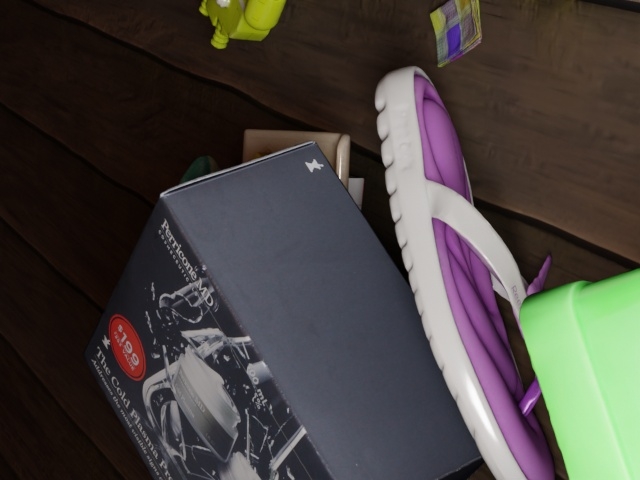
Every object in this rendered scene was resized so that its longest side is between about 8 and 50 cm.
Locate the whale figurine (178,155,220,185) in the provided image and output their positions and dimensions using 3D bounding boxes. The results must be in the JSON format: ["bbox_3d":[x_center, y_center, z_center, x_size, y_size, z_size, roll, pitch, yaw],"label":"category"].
[{"bbox_3d":[-0.151,0.029,2.037,0.216,0.141,0.272,123,141,-49],"label":"whale figurine"}]

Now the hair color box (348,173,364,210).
[{"bbox_3d":[0.000,0.000,1.800,0.043,0.072,0.141,22,108,63],"label":"hair color box"}]

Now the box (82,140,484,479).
[{"bbox_3d":[-0.039,0.143,1.613,0.343,0.179,0.312,57,145,18],"label":"box"}]

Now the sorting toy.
[{"bbox_3d":[-0.036,-0.016,1.751,0.208,0.038,0.193,8,97,58],"label":"sorting toy"}]

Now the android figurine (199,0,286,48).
[{"bbox_3d":[-0.084,-0.350,2.021,0.273,0.056,0.248,-61,37,41],"label":"android figurine"}]

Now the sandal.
[{"bbox_3d":[0.140,0.020,1.454,0.102,0.169,0.416,-24,66,18],"label":"sandal"}]

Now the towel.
[{"bbox_3d":[0.127,-0.202,1.613,0.083,0.009,0.060,151,117,-61],"label":"towel"}]

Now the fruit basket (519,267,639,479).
[{"bbox_3d":[0.239,0.215,0.999,0.392,0.283,0.392,-18,66,46],"label":"fruit basket"}]
